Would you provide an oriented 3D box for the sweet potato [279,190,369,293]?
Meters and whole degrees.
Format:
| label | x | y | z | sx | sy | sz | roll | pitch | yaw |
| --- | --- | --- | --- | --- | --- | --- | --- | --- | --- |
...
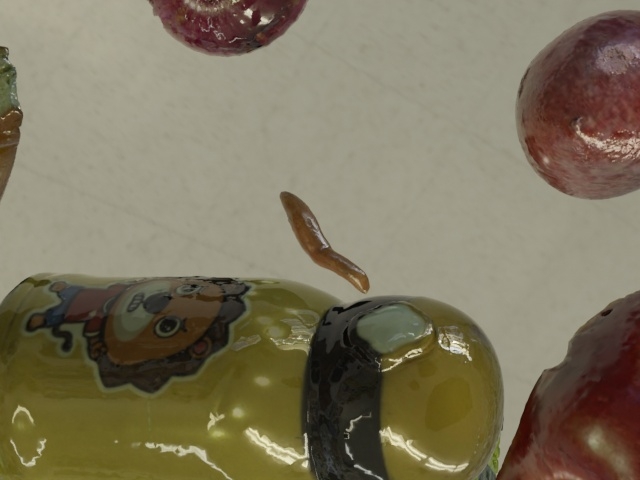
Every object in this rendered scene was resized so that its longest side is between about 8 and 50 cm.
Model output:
| label | x | y | z | sx | sy | sz | roll | pitch | yaw |
| --- | --- | --- | --- | --- | --- | --- | --- | --- | --- |
| sweet potato | -0.003 | 0.003 | 1.989 | 0.044 | 0.179 | 0.044 | -31 | 154 | -17 |

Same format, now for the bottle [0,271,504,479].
| label | x | y | z | sx | sy | sz | roll | pitch | yaw |
| --- | --- | --- | --- | --- | --- | --- | --- | --- | --- |
| bottle | -0.047 | 0.104 | 1.100 | 0.171 | 0.351 | 0.171 | -2 | 90 | -68 |

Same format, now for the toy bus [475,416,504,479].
| label | x | y | z | sx | sy | sz | roll | pitch | yaw |
| --- | --- | --- | --- | --- | --- | --- | --- | --- | --- |
| toy bus | 0.079 | 0.170 | 1.377 | 0.262 | 0.128 | 0.150 | 55 | 39 | -65 |

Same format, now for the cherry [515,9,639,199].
| label | x | y | z | sx | sy | sz | roll | pitch | yaw |
| --- | --- | --- | --- | --- | --- | --- | --- | --- | --- |
| cherry | 0.171 | -0.074 | 0.855 | 0.107 | 0.090 | 0.225 | -49 | 163 | 25 |

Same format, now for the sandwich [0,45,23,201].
| label | x | y | z | sx | sy | sz | roll | pitch | yaw |
| --- | --- | --- | --- | --- | --- | --- | --- | --- | --- |
| sandwich | -0.320 | -0.082 | 1.387 | 0.096 | 0.094 | 0.258 | 0 | 153 | -21 |

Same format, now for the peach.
| label | x | y | z | sx | sy | sz | roll | pitch | yaw |
| --- | --- | --- | --- | --- | --- | --- | --- | --- | --- |
| peach | 0.246 | 0.103 | 0.887 | 0.267 | 0.154 | 0.158 | -10 | 126 | -30 |

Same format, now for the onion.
| label | x | y | z | sx | sy | sz | roll | pitch | yaw |
| --- | --- | --- | --- | --- | --- | --- | --- | --- | --- |
| onion | -0.094 | -0.274 | 1.608 | 0.153 | 0.177 | 0.177 | -59 | 145 | -44 |
